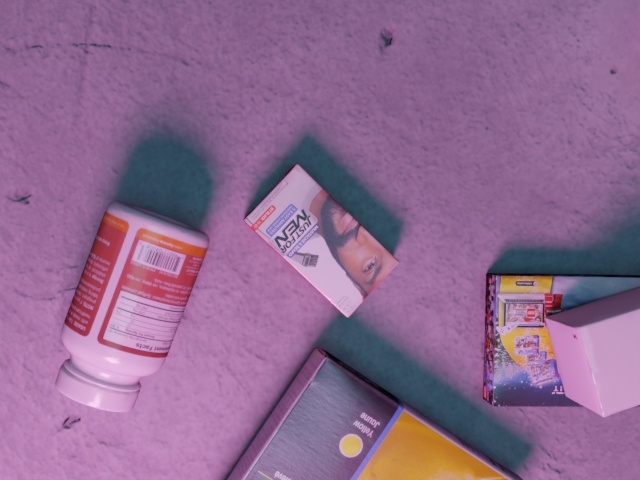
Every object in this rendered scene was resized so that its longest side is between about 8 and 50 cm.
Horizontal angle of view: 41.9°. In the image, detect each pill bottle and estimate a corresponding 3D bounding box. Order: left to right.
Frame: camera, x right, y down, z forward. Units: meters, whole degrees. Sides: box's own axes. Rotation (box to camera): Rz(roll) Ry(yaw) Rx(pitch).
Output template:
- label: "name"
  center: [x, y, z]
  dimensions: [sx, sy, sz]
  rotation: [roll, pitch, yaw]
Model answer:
- label: "pill bottle"
  center: [-0.216, 0.074, 0.936]
  dimensions: [0.121, 0.121, 0.216]
  rotation: [21, 91, -6]

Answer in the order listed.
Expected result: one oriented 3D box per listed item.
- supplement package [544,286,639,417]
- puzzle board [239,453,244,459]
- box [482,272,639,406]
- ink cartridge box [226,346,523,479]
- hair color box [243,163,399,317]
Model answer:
- label: "supplement package"
  center: [0.368, 0.115, 0.952]
  dimensions: [0.179, 0.105, 0.105]
  rotation: [-16, 94, -5]
- label: "puzzle board"
  center: [-0.022, 0.287, 1.017]
  dimensions: [0.096, 0.011, 0.128]
  rotation: [-36, 95, -3]
- label: "box"
  center: [0.319, 0.121, 1.024]
  dimensions: [0.233, 0.044, 0.159]
  rotation: [1, 92, -5]
- label: "ink cartridge box"
  center: [0.038, 0.335, 0.987]
  dimensions: [0.303, 0.072, 0.307]
  rotation: [34, 87, -10]
- label: "hair color box"
  center: [0.000, 0.000, 0.986]
  dimensions: [0.167, 0.053, 0.093]
  rotation: [43, 87, -7]
